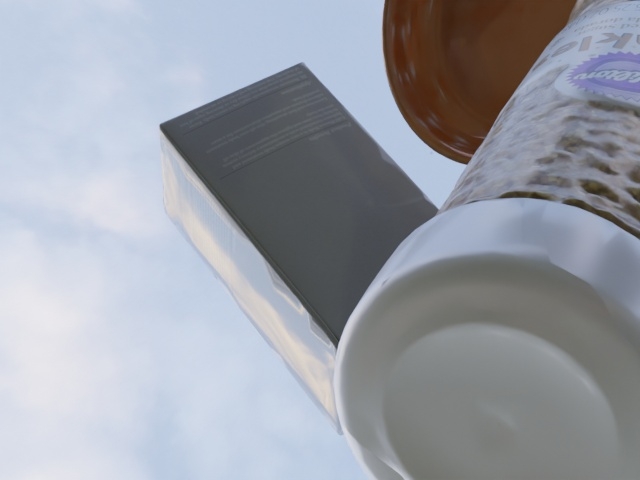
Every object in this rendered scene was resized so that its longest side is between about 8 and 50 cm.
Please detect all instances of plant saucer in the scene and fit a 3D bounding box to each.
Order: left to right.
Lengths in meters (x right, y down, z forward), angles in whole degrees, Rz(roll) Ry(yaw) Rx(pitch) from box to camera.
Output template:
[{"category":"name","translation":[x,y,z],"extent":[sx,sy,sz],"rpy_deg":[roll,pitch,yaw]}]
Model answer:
[{"category":"plant saucer","translation":[0.120,-0.142,0.903],"extent":[0.200,0.037,0.200],"rpy_deg":[-8,-100,47]}]

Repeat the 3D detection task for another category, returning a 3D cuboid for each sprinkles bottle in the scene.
[{"category":"sprinkles bottle","translation":[0.121,-0.018,0.615],"extent":[0.121,0.355,0.121],"rpy_deg":[10,-60,19]}]

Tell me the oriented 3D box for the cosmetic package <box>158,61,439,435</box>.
[{"category":"cosmetic package","translation":[0.000,0.000,0.999],"extent":[0.127,0.107,0.238],"rpy_deg":[-24,-122,-21]}]
